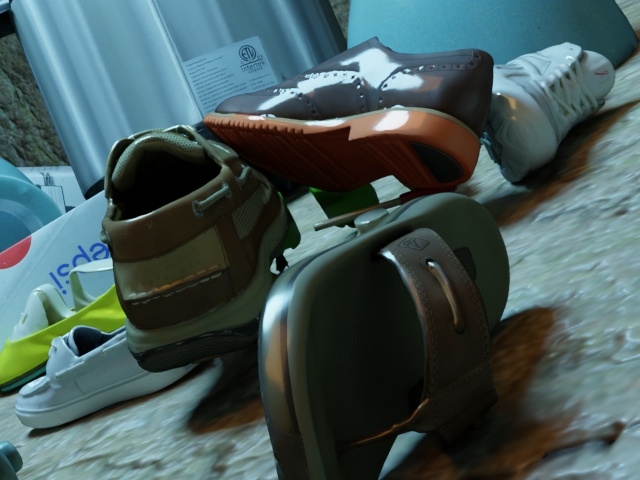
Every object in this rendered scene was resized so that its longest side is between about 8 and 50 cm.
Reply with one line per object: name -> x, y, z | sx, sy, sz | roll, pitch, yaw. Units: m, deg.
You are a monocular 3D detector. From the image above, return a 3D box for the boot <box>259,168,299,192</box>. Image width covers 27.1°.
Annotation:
boot -> -0.063, -0.067, 1.529 | 0.099, 0.045, 0.121 | -34, 15, -32

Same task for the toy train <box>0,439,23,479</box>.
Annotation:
toy train -> -0.313, 0.126, 0.869 | 0.142, 0.190, 0.334 | -35, 12, -28

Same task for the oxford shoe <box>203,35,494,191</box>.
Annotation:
oxford shoe -> 0.021, -0.100, 1.024 | 0.271, 0.097, 0.098 | 6, 66, 41

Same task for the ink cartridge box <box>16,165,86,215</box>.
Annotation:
ink cartridge box -> -0.365, -0.056, 1.867 | 0.219, 0.092, 0.160 | -2, 7, -10

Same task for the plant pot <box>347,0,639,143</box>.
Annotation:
plant pot -> 0.142, -0.221, 1.322 | 0.290, 0.195, 0.290 | -27, 11, 6

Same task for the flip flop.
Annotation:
flip flop -> 0.049, 0.046, 0.611 | 0.080, 0.112, 0.277 | -6, 15, 28

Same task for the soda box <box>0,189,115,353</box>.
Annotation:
soda box -> -0.308, 0.063, 1.349 | 0.286, 0.098, 0.091 | -36, -1, -37

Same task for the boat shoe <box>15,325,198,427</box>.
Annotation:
boat shoe -> -0.172, 0.093, 1.006 | 0.184, 0.063, 0.066 | -19, 14, 39

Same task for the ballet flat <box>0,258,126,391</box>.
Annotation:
ballet flat -> -0.224, 0.067, 1.221 | 0.231, 0.077, 0.077 | -24, 10, 26

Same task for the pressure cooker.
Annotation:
pressure cooker -> -0.171, -0.269, 1.581 | 0.375, 0.420, 0.370 | -26, -3, 38

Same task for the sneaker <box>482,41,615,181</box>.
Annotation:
sneaker -> 0.177, -0.116, 1.047 | 0.115, 0.090, 0.232 | -23, 13, 11

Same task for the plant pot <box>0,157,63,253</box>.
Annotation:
plant pot -> -0.415, 0.015, 1.517 | 0.271, 0.272, 0.255 | -34, 22, -28

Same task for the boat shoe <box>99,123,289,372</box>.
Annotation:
boat shoe -> -0.093, -0.026, 0.945 | 0.122, 0.120, 0.324 | -21, 20, 1

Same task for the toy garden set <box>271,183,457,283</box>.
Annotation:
toy garden set -> 0.000, 0.000, 1.048 | 0.244, 0.049, 0.204 | -23, 17, -2
